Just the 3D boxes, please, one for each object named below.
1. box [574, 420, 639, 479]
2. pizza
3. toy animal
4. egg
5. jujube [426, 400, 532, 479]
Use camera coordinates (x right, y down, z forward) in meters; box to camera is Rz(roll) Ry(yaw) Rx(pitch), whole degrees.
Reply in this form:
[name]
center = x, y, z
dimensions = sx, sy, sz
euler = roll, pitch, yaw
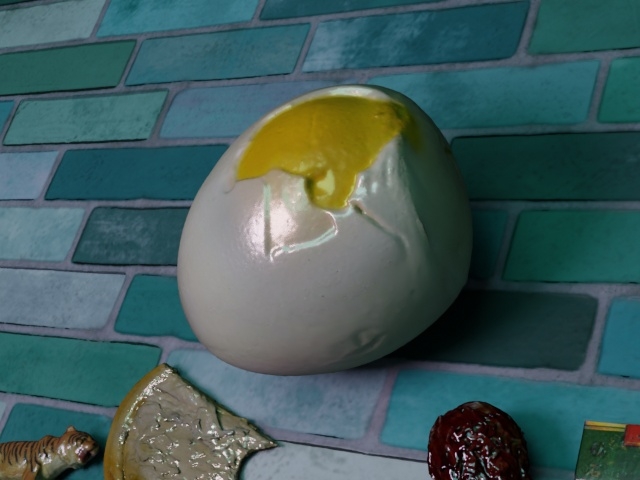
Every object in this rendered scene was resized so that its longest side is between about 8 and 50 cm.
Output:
[box]
center = 0.278, 0.277, 1.093
dimensions = 0.132, 0.034, 0.235
euler = 0, 61, 35
[pizza]
center = -0.159, 0.248, 1.418
dimensions = 0.262, 0.034, 0.181
euler = 18, 71, 41
[toy animal]
center = -0.372, 0.291, 1.530
dimensions = 0.241, 0.057, 0.099
euler = -12, 48, 30
[egg]
center = 0.000, 0.000, 1.306
dimensions = 0.345, 0.283, 0.283
euler = -35, 46, 21
[jujube]
center = 0.159, 0.228, 1.171
dimensions = 0.104, 0.104, 0.166
euler = -32, 52, 13
